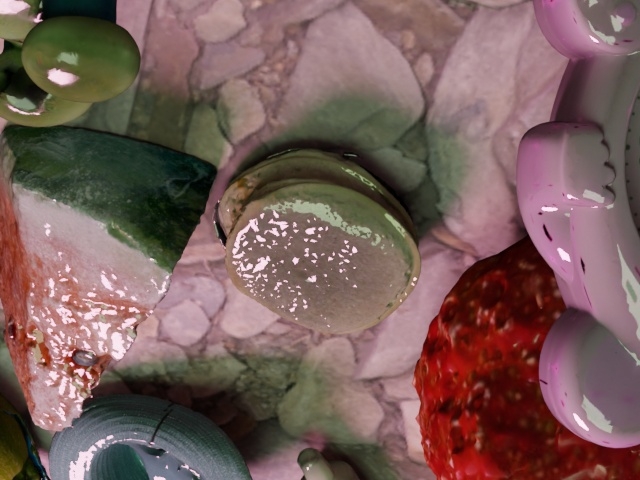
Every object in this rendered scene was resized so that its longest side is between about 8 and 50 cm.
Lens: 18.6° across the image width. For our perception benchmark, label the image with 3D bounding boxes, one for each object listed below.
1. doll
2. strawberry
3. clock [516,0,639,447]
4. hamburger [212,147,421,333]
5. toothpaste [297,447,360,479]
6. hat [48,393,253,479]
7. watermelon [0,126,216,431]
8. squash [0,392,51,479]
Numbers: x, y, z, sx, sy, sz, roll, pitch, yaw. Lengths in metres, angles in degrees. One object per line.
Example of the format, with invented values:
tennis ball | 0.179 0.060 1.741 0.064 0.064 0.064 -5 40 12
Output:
doll | -0.259 -0.186 1.138 0.322 0.186 0.198 18 163 -29
strawberry | 0.181 0.135 1.279 0.257 0.277 0.257 6 132 7
clock | 0.260 -0.036 1.122 0.296 0.113 0.322 5 93 -7
hamburger | 0.000 0.000 1.329 0.140 0.062 0.133 27 132 -16
toothpaste | 0.045 0.255 1.547 0.069 0.047 0.268 -24 127 10
hat | -0.111 0.177 1.487 0.191 0.078 0.138 10 124 24
watermelon | -0.177 0.036 1.379 0.154 0.094 0.241 20 132 1
squash | -0.303 0.102 1.444 0.087 0.087 0.331 -22 125 24
